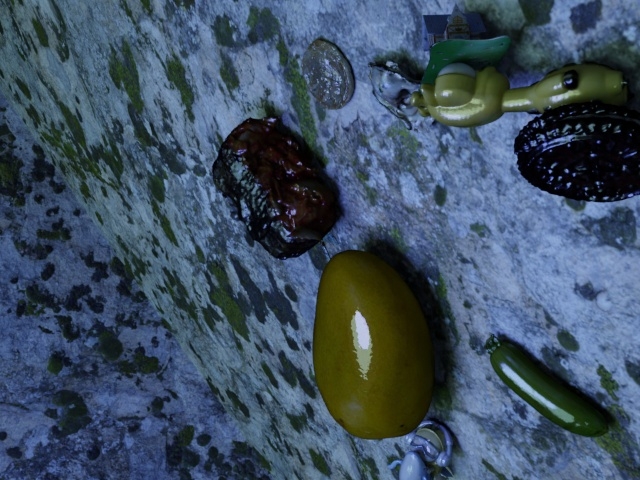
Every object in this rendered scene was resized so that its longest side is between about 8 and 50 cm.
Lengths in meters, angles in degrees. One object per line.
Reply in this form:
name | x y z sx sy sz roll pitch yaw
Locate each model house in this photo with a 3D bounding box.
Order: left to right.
model house | 0.201 -0.280 0.987 0.167 0.117 0.088 82 -176 -70

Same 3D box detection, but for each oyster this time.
oyster | 0.133 -0.258 1.141 0.165 0.053 0.108 40 164 16

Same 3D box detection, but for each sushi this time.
sushi | -0.099 -0.105 1.480 0.343 0.196 0.182 51 154 13

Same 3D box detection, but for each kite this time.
kite | 0.000 0.000 1.613 0.137 0.005 0.153 15 129 48

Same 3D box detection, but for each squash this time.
squash | 0.395 0.267 1.213 0.258 0.069 0.069 39 144 31

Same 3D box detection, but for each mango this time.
mango | 0.107 0.228 1.449 0.300 0.232 0.446 23 128 51

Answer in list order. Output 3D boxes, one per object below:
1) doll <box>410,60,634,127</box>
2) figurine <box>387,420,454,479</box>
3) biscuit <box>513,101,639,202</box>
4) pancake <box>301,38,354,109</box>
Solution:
doll | 0.264 -0.195 0.912 0.291 0.086 0.117 4 165 32
figurine | 0.249 0.519 1.595 0.128 0.184 0.208 27 175 32
biscuit | 0.348 -0.109 0.870 0.194 0.053 0.194 11 157 5
pancake | 0.012 -0.315 1.294 0.139 0.022 0.140 35 143 33
